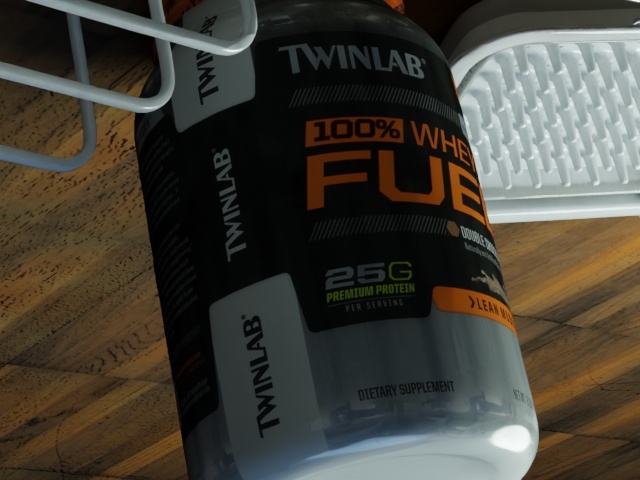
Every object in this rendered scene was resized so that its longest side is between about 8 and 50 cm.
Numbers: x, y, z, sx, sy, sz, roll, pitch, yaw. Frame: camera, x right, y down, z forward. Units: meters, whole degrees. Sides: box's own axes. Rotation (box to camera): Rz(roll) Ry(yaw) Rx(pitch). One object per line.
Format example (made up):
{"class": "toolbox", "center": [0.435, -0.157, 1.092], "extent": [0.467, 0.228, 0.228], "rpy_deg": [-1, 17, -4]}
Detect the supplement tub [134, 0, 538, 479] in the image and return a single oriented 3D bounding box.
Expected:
{"class": "supplement tub", "center": [0.000, 0.000, 1.114], "extent": [0.207, 0.338, 0.207], "rpy_deg": [-10, 156, -4]}

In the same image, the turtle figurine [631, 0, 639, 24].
{"class": "turtle figurine", "center": [0.262, -0.210, 1.044], "extent": [0.234, 0.118, 0.175], "rpy_deg": [-14, 167, -28]}

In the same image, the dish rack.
{"class": "dish rack", "center": [0.210, -0.104, 1.313], "extent": [0.333, 0.072, 0.285], "rpy_deg": [-4, 156, -18]}

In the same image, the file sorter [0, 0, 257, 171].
{"class": "file sorter", "center": [-0.106, -0.177, 0.876], "extent": [0.193, 0.173, 0.278], "rpy_deg": [12, 146, -44]}
